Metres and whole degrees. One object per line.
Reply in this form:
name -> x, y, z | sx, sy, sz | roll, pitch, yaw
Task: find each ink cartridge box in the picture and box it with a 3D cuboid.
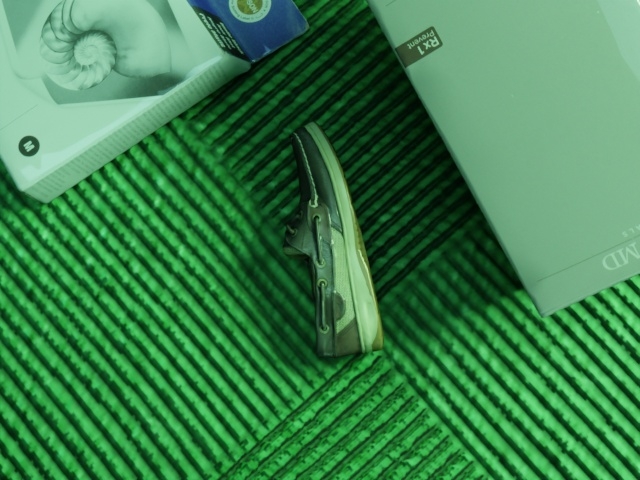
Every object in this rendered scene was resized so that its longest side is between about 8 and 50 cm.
ink cartridge box -> -0.158, -0.176, 0.570 | 0.224, 0.045, 0.223 | -35, 80, -3

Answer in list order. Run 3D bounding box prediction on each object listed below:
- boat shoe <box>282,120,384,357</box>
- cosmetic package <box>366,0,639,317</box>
boat shoe -> 0.000, 0.000, 0.527 | 0.049, 0.056, 0.152 | -15, 80, -5
cosmetic package -> 0.127, -0.091, 0.475 | 0.127, 0.107, 0.238 | -30, 89, 21
